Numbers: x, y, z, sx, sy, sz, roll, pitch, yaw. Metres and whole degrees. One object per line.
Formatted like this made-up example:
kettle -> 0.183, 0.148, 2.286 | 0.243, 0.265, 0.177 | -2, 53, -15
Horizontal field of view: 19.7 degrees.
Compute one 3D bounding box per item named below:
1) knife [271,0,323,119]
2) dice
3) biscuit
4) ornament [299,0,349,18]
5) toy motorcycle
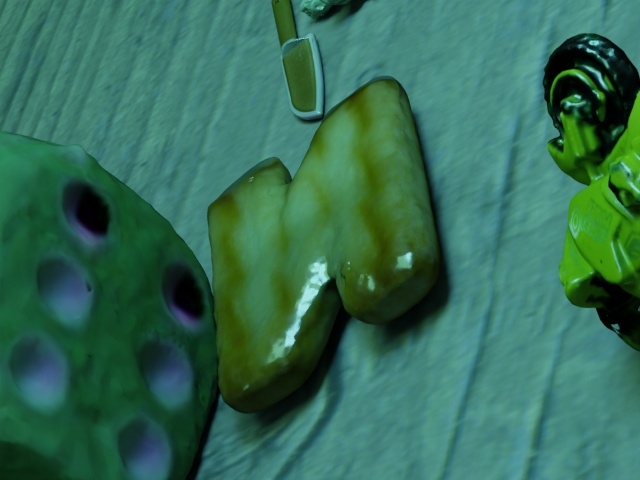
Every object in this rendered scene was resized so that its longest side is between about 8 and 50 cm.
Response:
knife -> -0.024, -0.195, 1.889 | 0.046, 0.022, 0.256 | -35, 34, 17
dice -> -0.300, 0.113, 1.622 | 0.330, 0.318, 0.322 | -22, 41, 37
biscuit -> 0.000, 0.000, 1.610 | 0.237, 0.062, 0.290 | -38, 33, 20
ornament -> 0.020, -0.259, 1.881 | 0.068, 0.041, 0.092 | -38, 18, -18
toy motorcycle -> 0.263, -0.006, 1.186 | 0.142, 0.206, 0.342 | -28, 32, -28
